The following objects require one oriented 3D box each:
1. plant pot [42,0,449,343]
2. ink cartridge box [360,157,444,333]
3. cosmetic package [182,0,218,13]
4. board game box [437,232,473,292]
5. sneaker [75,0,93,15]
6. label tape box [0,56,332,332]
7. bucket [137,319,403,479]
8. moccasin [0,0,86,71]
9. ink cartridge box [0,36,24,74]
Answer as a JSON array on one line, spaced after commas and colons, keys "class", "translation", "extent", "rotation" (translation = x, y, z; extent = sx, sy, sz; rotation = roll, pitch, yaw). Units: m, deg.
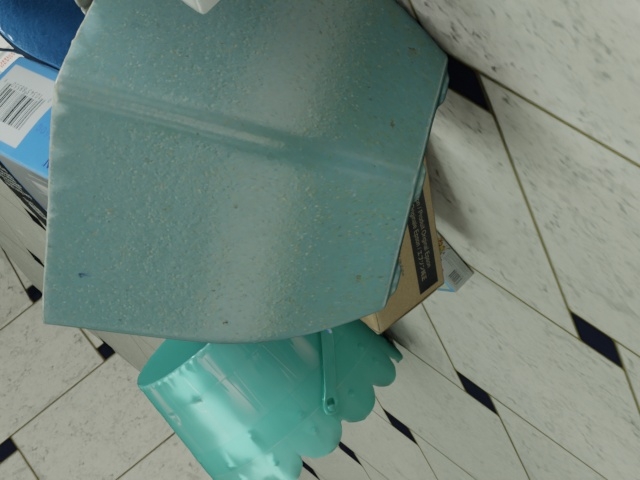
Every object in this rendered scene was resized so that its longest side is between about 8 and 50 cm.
[{"class": "plant pot", "translation": [-0.046, -0.072, 1.399], "extent": [0.252, 0.247, 0.247], "rotation": [14, 136, 2]}, {"class": "ink cartridge box", "translation": [-0.006, -0.059, 1.672], "extent": [0.235, 0.088, 0.193], "rotation": [36, 152, 37]}, {"class": "cosmetic package", "translation": [-0.101, -0.277, 1.225], "extent": [0.184, 0.151, 0.151], "rotation": [39, 166, 29]}, {"class": "board game box", "translation": [0.068, -0.017, 1.789], "extent": [0.154, 0.026, 0.103], "rotation": [48, 166, -14]}, {"class": "sneaker", "translation": [-0.145, -0.195, 1.790], "extent": [0.297, 0.111, 0.129], "rotation": [59, 178, -35]}, {"class": "label tape box", "translation": [-0.175, -0.011, 1.899], "extent": [0.249, 0.115, 0.347], "rotation": [24, 157, 50]}, {"class": "bucket", "translation": [-0.063, 0.150, 2.193], "extent": [0.183, 0.281, 0.281], "rotation": [49, 167, -11]}, {"class": "moccasin", "translation": [-0.237, -0.192, 1.953], "extent": [0.342, 0.138, 0.117], "rotation": [43, 171, 12]}, {"class": "ink cartridge box", "translation": [-0.325, -0.145, 2.407], "extent": [0.283, 0.117, 0.207], "rotation": [33, 162, 42]}]
